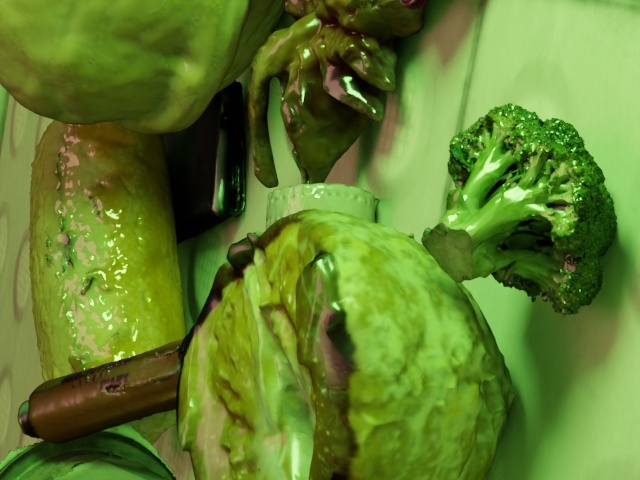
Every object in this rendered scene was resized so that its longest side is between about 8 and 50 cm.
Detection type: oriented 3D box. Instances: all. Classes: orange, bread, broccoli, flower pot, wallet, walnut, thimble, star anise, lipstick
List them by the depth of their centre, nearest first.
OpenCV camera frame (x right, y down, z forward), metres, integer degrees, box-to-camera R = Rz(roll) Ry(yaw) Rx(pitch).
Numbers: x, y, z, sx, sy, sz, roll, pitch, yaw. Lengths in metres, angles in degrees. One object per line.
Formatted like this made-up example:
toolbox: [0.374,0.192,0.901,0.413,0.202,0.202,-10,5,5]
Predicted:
broccoli: [0.143,-0.022,1.279,0.162,0.138,0.146,6,121,56]
orange: [0.026,0.127,1.419,0.368,0.210,0.271,143,128,-60]
thimble: [0.000,0.000,1.683,0.115,0.102,0.090,54,-142,-77]
star anise: [0.009,-0.198,1.712,0.349,0.109,0.292,148,134,-63]
lipstick: [-0.150,0.136,1.831,0.418,0.077,0.077,-19,62,37]
flower pot: [-0.200,0.338,1.896,0.259,0.290,0.290,0,83,57]
walnut: [-0.194,-0.292,1.932,0.381,0.381,0.381,-173,90,-69]
bread: [-0.249,0.049,2.136,0.236,0.165,0.375,128,138,-64]
wallet: [-0.157,-0.082,2.196,0.318,0.045,0.172,155,116,-65]

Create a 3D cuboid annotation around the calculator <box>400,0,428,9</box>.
calculator: [0.122,-0.284,1.509,0.190,0.034,0.127,-42,44,36]
